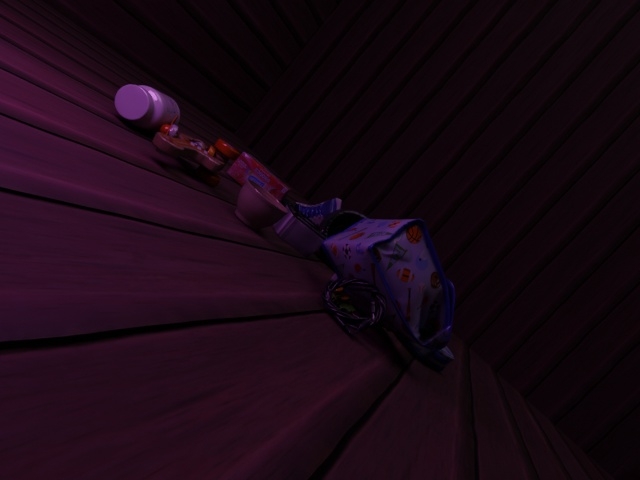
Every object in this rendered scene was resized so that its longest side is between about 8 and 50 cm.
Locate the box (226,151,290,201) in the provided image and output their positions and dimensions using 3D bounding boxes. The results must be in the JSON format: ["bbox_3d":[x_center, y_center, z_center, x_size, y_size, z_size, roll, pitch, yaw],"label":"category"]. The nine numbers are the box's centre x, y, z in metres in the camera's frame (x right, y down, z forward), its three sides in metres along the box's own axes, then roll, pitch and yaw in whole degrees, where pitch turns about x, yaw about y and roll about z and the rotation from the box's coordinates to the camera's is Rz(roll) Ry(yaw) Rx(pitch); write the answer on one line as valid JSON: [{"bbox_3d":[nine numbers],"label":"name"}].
[{"bbox_3d":[-0.268,-0.261,1.953,0.257,0.122,0.128,41,7,-3],"label":"box"}]

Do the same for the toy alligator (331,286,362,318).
[{"bbox_3d":[0.060,0.185,1.260,0.052,0.056,0.189,-11,36,-24],"label":"toy alligator"}]

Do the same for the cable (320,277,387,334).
[{"bbox_3d":[0.088,0.159,1.192,0.184,0.151,0.047,46,-21,36],"label":"cable"}]

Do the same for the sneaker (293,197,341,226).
[{"bbox_3d":[-0.040,-0.114,2.068,0.182,0.127,0.315,16,-18,-19],"label":"sneaker"}]

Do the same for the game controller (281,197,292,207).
[{"bbox_3d":[-0.237,-0.221,2.208,0.319,0.067,0.166,44,-7,18],"label":"game controller"}]

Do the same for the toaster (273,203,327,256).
[{"bbox_3d":[-0.083,-0.044,1.653,0.186,0.110,0.168,38,7,-25],"label":"toaster"}]

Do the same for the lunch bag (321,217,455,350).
[{"bbox_3d":[0.224,0.132,1.368,0.385,0.239,0.328,66,-19,-11],"label":"lunch bag"}]

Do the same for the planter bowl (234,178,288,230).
[{"bbox_3d":[-0.197,-0.099,1.381,0.162,0.109,0.162,39,7,-6],"label":"planter bowl"}]

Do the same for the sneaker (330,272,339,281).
[{"bbox_3d":[0.144,0.173,1.581,0.161,0.102,0.282,48,9,25],"label":"sneaker"}]

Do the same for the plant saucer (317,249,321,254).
[{"bbox_3d":[-0.003,0.045,1.926,0.083,0.015,0.083,40,7,-6],"label":"plant saucer"}]

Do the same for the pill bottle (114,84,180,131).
[{"bbox_3d":[-0.542,-0.413,1.392,0.131,0.131,0.229,41,7,-3],"label":"pill bottle"}]

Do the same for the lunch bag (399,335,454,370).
[{"bbox_3d":[0.384,0.375,1.616,0.219,0.090,0.176,36,11,-41],"label":"lunch bag"}]

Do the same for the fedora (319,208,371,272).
[{"bbox_3d":[0.122,0.036,1.903,0.334,0.334,0.152,41,-26,0],"label":"fedora"}]

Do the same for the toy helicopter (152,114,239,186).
[{"bbox_3d":[-0.409,-0.288,1.334,0.235,0.140,0.355,39,9,1],"label":"toy helicopter"}]
